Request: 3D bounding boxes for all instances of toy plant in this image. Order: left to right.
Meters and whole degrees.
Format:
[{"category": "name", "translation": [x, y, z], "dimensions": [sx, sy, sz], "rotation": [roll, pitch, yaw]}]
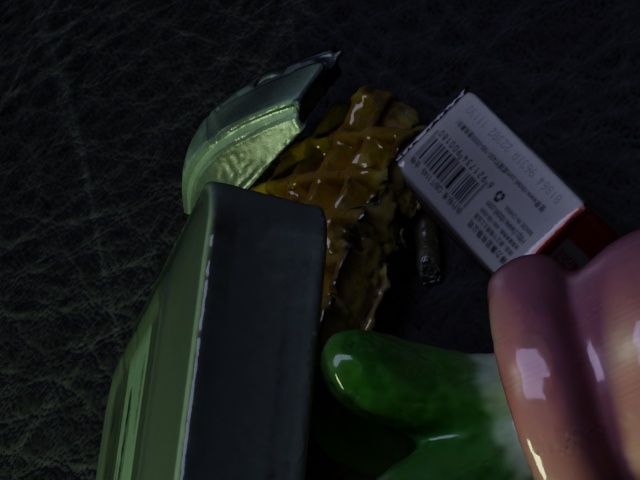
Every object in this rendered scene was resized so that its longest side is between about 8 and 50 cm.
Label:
[{"category": "toy plant", "translation": [0.140, 0.132, 1.065], "dimensions": [0.356, 0.210, 0.317], "rotation": [-15, 33, 10]}]

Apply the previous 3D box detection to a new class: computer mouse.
[{"category": "computer mouse", "translation": [-0.063, -0.106, 1.479], "dimensions": [0.231, 0.071, 0.126], "rotation": [-44, 10, 38]}]

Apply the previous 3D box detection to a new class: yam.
[{"category": "yam", "translation": [0.093, -0.021, 1.395], "dimensions": [0.033, 0.027, 0.129], "rotation": [-25, 48, 28]}]

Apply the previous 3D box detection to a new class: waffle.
[{"category": "waffle", "translation": [-0.001, 0.000, 1.412], "dimensions": [0.283, 0.065, 0.309], "rotation": [-44, 35, 20]}]

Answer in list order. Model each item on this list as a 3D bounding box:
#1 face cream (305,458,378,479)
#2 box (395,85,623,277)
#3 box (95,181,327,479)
[{"category": "face cream", "translation": [0.036, 0.193, 1.268], "dimensions": [0.198, 0.057, 0.084], "rotation": [-40, 44, 11]}, {"category": "box", "translation": [0.156, -0.012, 1.254], "dimensions": [0.099, 0.133, 0.182], "rotation": [-45, 44, 6]}, {"category": "box", "translation": [-0.102, 0.199, 1.182], "dimensions": [0.396, 0.111, 0.396], "rotation": [127, 152, -63]}]
